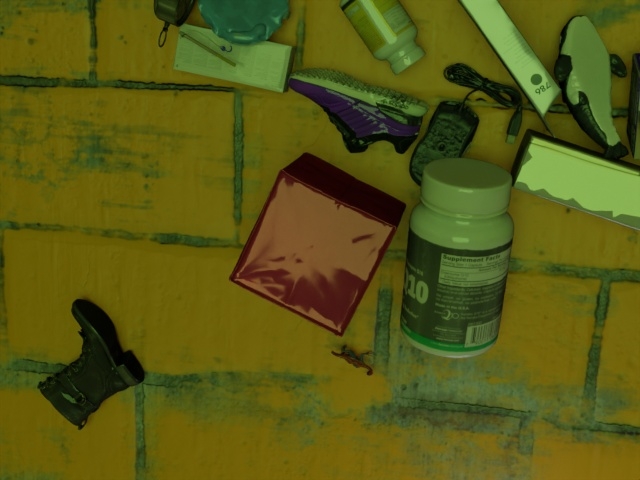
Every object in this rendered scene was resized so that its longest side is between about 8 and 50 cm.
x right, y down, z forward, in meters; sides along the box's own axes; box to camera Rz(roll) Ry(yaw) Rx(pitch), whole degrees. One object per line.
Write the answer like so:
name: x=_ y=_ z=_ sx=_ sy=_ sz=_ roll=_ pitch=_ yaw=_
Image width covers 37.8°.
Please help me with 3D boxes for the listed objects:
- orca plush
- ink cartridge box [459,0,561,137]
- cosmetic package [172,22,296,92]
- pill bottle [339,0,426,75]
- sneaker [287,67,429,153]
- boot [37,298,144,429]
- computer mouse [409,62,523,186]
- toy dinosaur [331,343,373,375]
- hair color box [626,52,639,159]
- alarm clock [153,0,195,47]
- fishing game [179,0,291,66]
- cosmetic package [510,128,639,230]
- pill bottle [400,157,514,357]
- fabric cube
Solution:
orca plush: x=0.524 y=-0.289 z=1.832 sx=0.151 sy=0.102 sz=0.287 roll=-27 pitch=88 yaw=-18
ink cartridge box: x=0.376 y=-0.355 z=1.799 sx=0.065 sy=0.165 sz=0.332 roll=-34 pitch=96 yaw=13
cosmetic package: x=-0.178 y=-0.378 z=1.937 sx=0.239 sy=0.060 sz=0.098 roll=14 pitch=101 yaw=6
pill bottle: x=0.128 y=-0.425 z=1.855 sx=0.103 sy=0.103 sz=0.184 roll=-33 pitch=96 yaw=14
sneaker: x=0.061 y=-0.253 z=1.907 sx=0.293 sy=0.102 sz=0.146 roll=19 pitch=112 yaw=7
boot: x=-0.554 y=0.288 z=2.132 sx=0.229 sy=0.091 sz=0.263 roll=-31 pitch=98 yaw=14
computer mouse: x=0.301 y=-0.212 z=1.901 sx=0.184 sy=0.060 sz=0.262 roll=21 pitch=93 yaw=8
toy dinosaur: x=0.075 y=0.269 z=2.041 sx=0.082 sy=0.090 sz=0.047 roll=40 pitch=126 yaw=31
hair color box: x=0.761 y=-0.261 z=1.754 sx=0.339 sy=0.110 sz=0.185 roll=-2 pitch=131 yaw=11
alarm clock: x=-0.293 y=-0.478 z=1.860 sx=0.064 sy=0.129 sz=0.192 roll=19 pitch=99 yaw=1
fishing game: x=-0.153 y=-0.483 z=1.896 sx=0.189 sy=0.041 sz=0.264 roll=27 pitch=84 yaw=5
cosmetic package: x=0.537 y=-0.114 z=1.831 sx=0.310 sy=0.160 sz=0.113 roll=18 pitch=104 yaw=4
pill bottle: x=0.272 y=0.033 z=1.851 sx=0.204 sy=0.204 sz=0.361 roll=7 pitch=115 yaw=8
fabric cube: x=0.000 y=0.000 z=1.892 sx=0.259 sy=0.258 sz=0.254 roll=28 pitch=106 yaw=3
